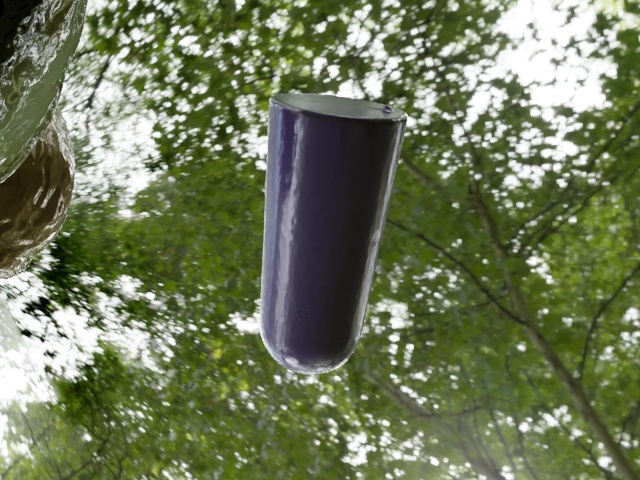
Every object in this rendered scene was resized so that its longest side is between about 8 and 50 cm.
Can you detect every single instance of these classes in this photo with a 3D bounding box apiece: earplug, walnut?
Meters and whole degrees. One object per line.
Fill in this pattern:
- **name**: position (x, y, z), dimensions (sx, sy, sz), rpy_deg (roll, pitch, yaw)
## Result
- **earplug**: position (0.000, 0.000, 1.349), dimensions (0.215, 0.215, 0.456), rpy_deg (-1, -70, -26)
- **walnut**: position (-0.505, -0.095, 1.206), dimensions (0.305, 0.306, 0.344), rpy_deg (-12, -124, -25)

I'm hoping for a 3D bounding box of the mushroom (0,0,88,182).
- **mushroom**: position (-0.316, -0.211, 0.649), dimensions (0.217, 0.292, 0.212), rpy_deg (31, -120, 9)
